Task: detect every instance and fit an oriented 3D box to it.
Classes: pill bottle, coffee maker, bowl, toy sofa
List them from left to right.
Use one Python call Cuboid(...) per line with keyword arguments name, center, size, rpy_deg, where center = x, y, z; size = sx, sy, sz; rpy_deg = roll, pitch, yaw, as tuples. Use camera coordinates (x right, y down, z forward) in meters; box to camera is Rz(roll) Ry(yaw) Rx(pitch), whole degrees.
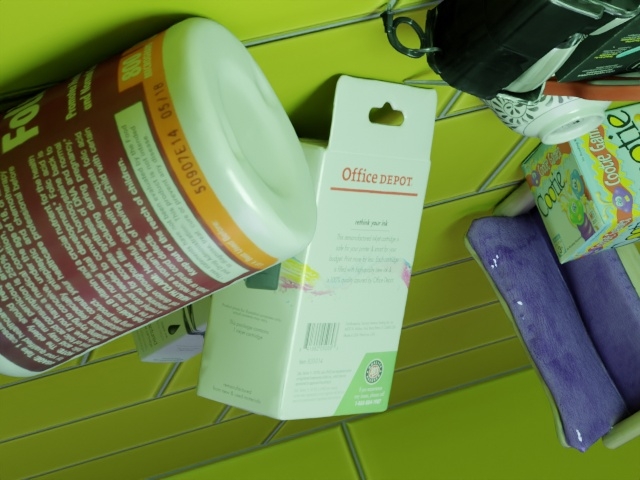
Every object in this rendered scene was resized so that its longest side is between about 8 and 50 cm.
Cuboid(name="pill bottle", center=(-0.221, -0.017, 1.679), size=(0.392, 0.224, 0.224), rpy_deg=(-25, 164, 16))
Cuboid(name="coffee maker", center=(0.178, -0.207, 1.723), size=(0.171, 0.120, 0.178), rpy_deg=(-10, 162, -31))
Cuboid(name="bowl", center=(0.262, -0.156, 2.090), size=(0.170, 0.080, 0.170), rpy_deg=(-19, 164, -6))
Cuboid(name="toy sofa", center=(0.352, 0.084, 2.512), size=(0.177, 0.363, 0.150), rpy_deg=(-18, 166, -28))

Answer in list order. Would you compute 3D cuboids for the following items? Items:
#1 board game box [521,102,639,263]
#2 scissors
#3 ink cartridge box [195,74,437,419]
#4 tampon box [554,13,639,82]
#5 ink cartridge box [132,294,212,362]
Cuboid(name="board game box", center=(0.419, -0.088, 2.407), size=(0.275, 0.142, 0.144), rpy_deg=(-14, 164, -21))
Cuboid(name="scissors", center=(0.215, -0.154, 1.894), size=(0.297, 0.021, 0.109), rpy_deg=(2, -165, 16))
Cuboid(name="ink cartridge box", center=(0.000, 0.000, 2.009), size=(0.119, 0.353, 0.207), rpy_deg=(14, -174, 34))
Cuboid(name="tampon box", center=(0.294, -0.233, 1.812), size=(0.120, 0.101, 0.161), rpy_deg=(-10, 163, -33))
Cuboid(name="ink cartridge box", center=(-0.132, 0.037, 2.144), size=(0.190, 0.140, 0.082), rpy_deg=(-31, 159, 35))
